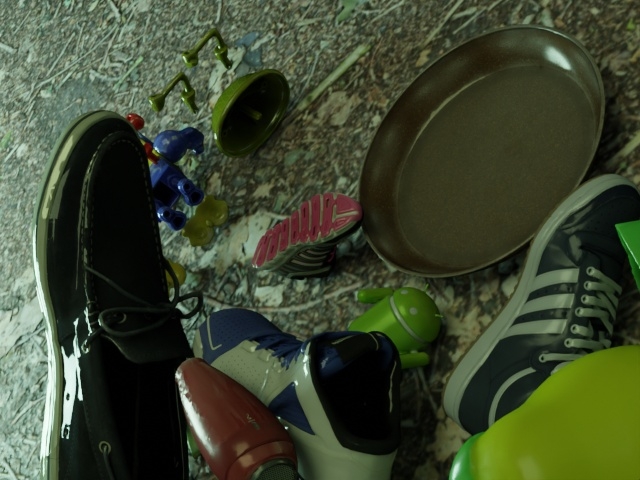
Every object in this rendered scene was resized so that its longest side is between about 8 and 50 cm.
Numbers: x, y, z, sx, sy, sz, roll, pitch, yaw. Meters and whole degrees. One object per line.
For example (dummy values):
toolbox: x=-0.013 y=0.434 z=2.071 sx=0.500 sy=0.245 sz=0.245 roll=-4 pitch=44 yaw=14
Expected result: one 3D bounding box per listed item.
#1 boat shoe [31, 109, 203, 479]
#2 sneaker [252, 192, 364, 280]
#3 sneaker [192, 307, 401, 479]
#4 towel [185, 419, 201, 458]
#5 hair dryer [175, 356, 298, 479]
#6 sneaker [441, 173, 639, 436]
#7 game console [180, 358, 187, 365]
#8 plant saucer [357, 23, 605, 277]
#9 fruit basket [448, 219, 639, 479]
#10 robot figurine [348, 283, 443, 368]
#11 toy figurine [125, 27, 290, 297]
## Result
boat shoe: x=-0.219 y=0.102 z=1.544 sx=0.156 sy=0.187 sz=0.499 roll=-2 pitch=86 yaw=31
sneaker: x=0.000 y=0.000 z=1.555 sx=0.170 sy=0.075 sz=0.063 roll=-31 pitch=44 yaw=41
sneaker: x=-0.001 y=0.141 z=1.371 sx=0.315 sy=0.128 sz=0.182 roll=50 pitch=132 yaw=43
towel: x=-0.122 y=0.208 z=1.580 sx=0.083 sy=0.009 sz=0.060 roll=-40 pitch=42 yaw=17
hair dryer: x=-0.086 y=0.249 z=1.329 sx=0.223 sy=0.080 sz=0.293 roll=-39 pitch=63 yaw=54
sneaker: x=0.237 y=0.083 z=1.249 sx=0.282 sy=0.099 sz=0.153 roll=-57 pitch=34 yaw=6
game console: x=-0.220 y=0.167 z=1.655 sx=0.122 sy=0.107 sz=0.071 roll=-3 pitch=21 yaw=42
plant saucer: x=0.177 y=-0.090 z=1.474 sx=0.311 sy=0.050 sz=0.310 roll=-25 pitch=47 yaw=31
fruit basket: x=0.291 y=0.166 z=0.993 sx=0.392 sy=0.283 sz=0.392 roll=-16 pitch=46 yaw=18
robot figurine: x=0.076 y=0.094 z=1.424 sx=0.115 sy=0.067 sz=0.101 roll=-38 pitch=54 yaw=18
toy figurine: x=-0.229 y=-0.111 z=1.785 sx=0.362 sy=0.191 sz=0.217 roll=-56 pitch=35 yaw=-5
